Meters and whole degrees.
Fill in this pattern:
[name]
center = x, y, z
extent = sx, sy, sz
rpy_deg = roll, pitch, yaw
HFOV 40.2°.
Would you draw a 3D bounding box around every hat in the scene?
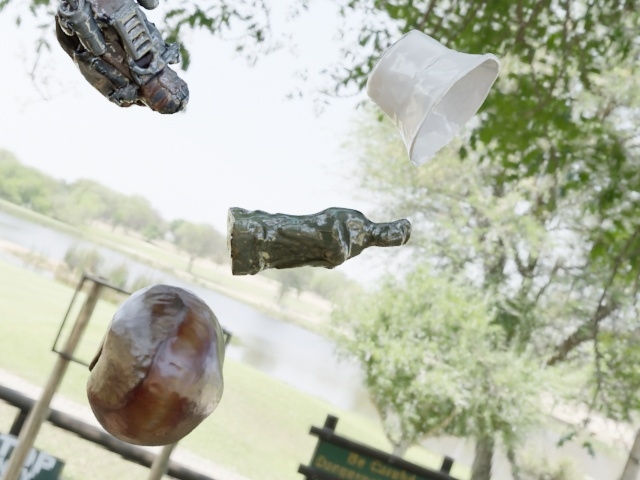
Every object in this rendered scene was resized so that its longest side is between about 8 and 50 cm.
[hat]
center = 0.144, -0.213, 1.216
extent = 0.126, 0.203, 0.203
rpy_deg = 43, 2, 14

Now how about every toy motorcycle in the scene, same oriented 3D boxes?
[toy motorcycle]
center = -0.261, -0.271, 1.092
extent = 0.207, 0.134, 0.401
rpy_deg = 45, -14, 14

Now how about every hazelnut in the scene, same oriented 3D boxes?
[hazelnut]
center = -0.194, 0.151, 1.086
extent = 0.178, 0.204, 0.178
rpy_deg = 2, -46, 2

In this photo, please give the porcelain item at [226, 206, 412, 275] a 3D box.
[porcelain item]
center = 0.000, 0.000, 1.017
extent = 0.216, 0.081, 0.069
rpy_deg = -1, 24, -8
